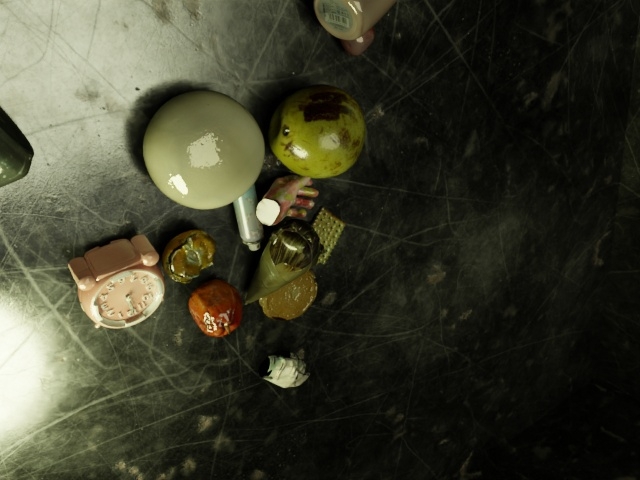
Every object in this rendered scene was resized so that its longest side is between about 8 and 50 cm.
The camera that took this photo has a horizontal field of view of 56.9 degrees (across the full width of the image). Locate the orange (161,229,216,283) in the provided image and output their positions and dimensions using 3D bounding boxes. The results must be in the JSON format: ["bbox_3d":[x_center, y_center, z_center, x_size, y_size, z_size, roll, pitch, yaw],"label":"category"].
[{"bbox_3d":[-0.384,0.040,1.694,0.170,0.112,0.160,24,85,-63],"label":"orange"}]

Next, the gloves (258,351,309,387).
[{"bbox_3d":[-0.115,0.466,2.086,0.212,0.111,0.128,21,93,-32],"label":"gloves"}]

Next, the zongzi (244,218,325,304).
[{"bbox_3d":[-0.133,0.081,1.777,0.317,0.154,0.289,-49,172,-4],"label":"zongzi"}]

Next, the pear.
[{"bbox_3d":[-0.009,-0.315,1.700,0.283,0.283,0.284,-15,119,-29],"label":"pear"}]

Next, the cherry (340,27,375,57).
[{"bbox_3d":[0.104,-0.607,1.755,0.126,0.087,0.106,15,96,-42],"label":"cherry"}]

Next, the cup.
[{"bbox_3d":[0.073,-0.694,1.621,0.253,0.191,0.200,38,68,-3],"label":"cup"}]

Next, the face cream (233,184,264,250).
[{"bbox_3d":[-0.218,-0.076,1.780,0.075,0.075,0.229,-24,123,-25],"label":"face cream"}]

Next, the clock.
[{"bbox_3d":[-0.544,0.126,1.613,0.227,0.142,0.241,-24,132,-24],"label":"clock"}]

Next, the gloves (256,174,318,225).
[{"bbox_3d":[-0.099,-0.139,1.808,0.241,0.126,0.145,-52,146,-55],"label":"gloves"}]

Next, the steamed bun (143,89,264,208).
[{"bbox_3d":[-0.300,-0.235,1.565,0.324,0.206,0.324,-16,120,-30],"label":"steamed bun"}]

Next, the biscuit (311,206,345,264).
[{"bbox_3d":[0.001,0.000,1.993,0.144,0.016,0.203,33,82,-40],"label":"biscuit"}]

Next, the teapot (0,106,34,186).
[{"bbox_3d":[-0.821,-0.175,1.219,0.344,0.253,0.300,-39,95,-8],"label":"teapot"}]

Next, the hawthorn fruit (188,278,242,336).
[{"bbox_3d":[-0.308,0.202,1.783,0.173,0.179,0.173,2,86,-24],"label":"hawthorn fruit"}]

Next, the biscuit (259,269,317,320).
[{"bbox_3d":[-0.109,0.171,1.992,0.226,0.042,0.226,-13,115,-29],"label":"biscuit"}]
